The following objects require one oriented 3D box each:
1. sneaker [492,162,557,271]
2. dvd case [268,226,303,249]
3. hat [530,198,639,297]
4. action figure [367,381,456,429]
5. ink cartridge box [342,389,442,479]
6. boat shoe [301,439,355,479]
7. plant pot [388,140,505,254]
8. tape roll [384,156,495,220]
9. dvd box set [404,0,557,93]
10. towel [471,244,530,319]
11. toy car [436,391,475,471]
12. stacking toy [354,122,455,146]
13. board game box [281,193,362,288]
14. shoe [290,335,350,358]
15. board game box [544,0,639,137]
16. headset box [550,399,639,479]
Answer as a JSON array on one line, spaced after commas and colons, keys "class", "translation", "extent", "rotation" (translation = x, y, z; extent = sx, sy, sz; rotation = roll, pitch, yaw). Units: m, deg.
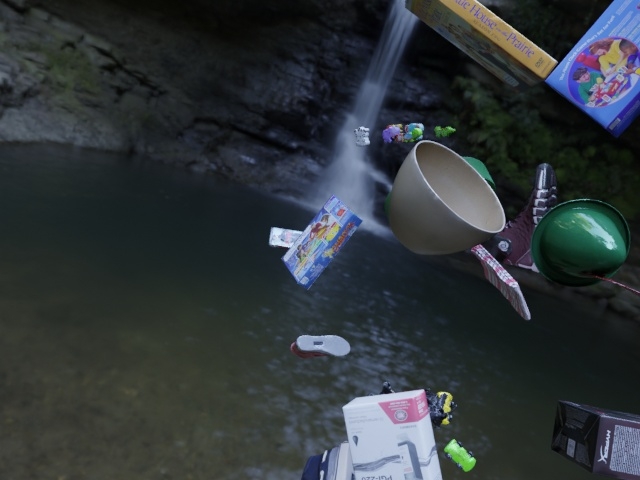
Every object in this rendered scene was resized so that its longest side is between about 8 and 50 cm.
[{"class": "sneaker", "translation": [0.521, -0.062, 1.740], "extent": [0.163, 0.281, 0.106], "rotation": [5, 2, 37]}, {"class": "dvd case", "translation": [-0.098, -0.003, 2.059], "extent": [0.120, 0.013, 0.087], "rotation": [8, 38, -4]}, {"class": "hat", "translation": [0.494, 0.033, 1.160], "extent": [0.209, 0.172, 0.183], "rotation": [2, 17, 3]}, {"class": "action figure", "translation": [0.277, 0.509, 1.962], "extent": [0.276, 0.140, 0.164], "rotation": [5, 29, 42]}, {"class": "ink cartridge box", "translation": [0.146, 0.423, 1.330], "extent": [0.159, 0.217, 0.092], "rotation": [-13, -5, 21]}, {"class": "boat shoe", "translation": [0.021, 0.696, 1.752], "extent": [0.127, 0.158, 0.340], "rotation": [53, 27, -20]}, {"class": "plant pot", "translation": [0.276, -0.074, 1.610], "extent": [0.284, 0.191, 0.284], "rotation": [27, 38, -23]}, {"class": "tape roll", "translation": [0.351, -0.118, 1.958], "extent": [0.321, 0.321, 0.077], "rotation": [10, 50, -43]}, {"class": "dvd box set", "translation": [0.412, -0.555, 1.771], "extent": [0.420, 0.062, 0.307], "rotation": [37, 8, 0]}, {"class": "towel", "translation": [0.465, 0.108, 1.709], "extent": [0.144, 0.029, 0.197], "rotation": [55, 2, -38]}, {"class": "toy car", "translation": [0.376, 0.619, 2.044], "extent": [0.225, 0.239, 0.053], "rotation": [43, -14, 15]}, {"class": "stacking toy", "translation": [0.221, -0.290, 1.775], "extent": [0.221, 0.052, 0.167], "rotation": [3, 13, 44]}, {"class": "board game box", "translation": [0.000, 0.000, 1.538], "extent": [0.035, 0.201, 0.136], "rotation": [35, 7, -29]}, {"class": "shoe", "translation": [-0.002, 0.333, 2.067], "extent": [0.178, 0.063, 0.081], "rotation": [8, -25, -19]}, {"class": "board game box", "translation": [0.768, -0.464, 1.648], "extent": [0.078, 0.347, 0.233], "rotation": [17, 30, -44]}, {"class": "headset box", "translation": [0.629, 0.399, 1.275], "extent": [0.293, 0.110, 0.218], "rotation": [11, -6, 2]}]
